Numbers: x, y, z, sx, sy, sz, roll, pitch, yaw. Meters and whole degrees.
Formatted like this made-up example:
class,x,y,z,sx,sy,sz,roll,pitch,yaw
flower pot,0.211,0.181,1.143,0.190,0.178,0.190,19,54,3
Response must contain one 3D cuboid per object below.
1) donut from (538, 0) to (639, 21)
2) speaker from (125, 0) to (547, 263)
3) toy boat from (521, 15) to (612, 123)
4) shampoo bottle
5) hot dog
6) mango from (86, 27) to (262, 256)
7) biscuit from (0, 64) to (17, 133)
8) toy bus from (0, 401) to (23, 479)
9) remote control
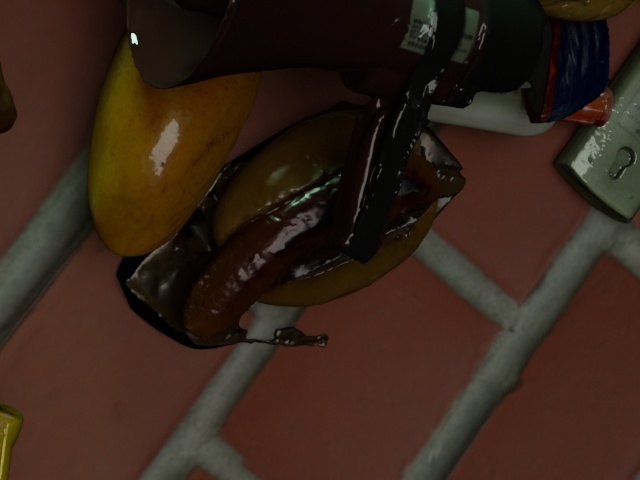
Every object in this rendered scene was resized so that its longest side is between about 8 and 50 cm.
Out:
class,x,y,z,sx,sy,sz,roll,pitch,yaw
donut,0.224,-0.358,1.606,0.360,0.170,0.360,12,62,-23
speaker,0.021,-0.143,1.430,0.329,0.198,0.259,16,66,-28
toy boat,0.129,-0.182,1.612,0.318,0.072,0.219,-11,54,-30
shampoo bottle,0.169,-0.141,1.678,0.221,0.108,0.051,8,133,-22
hot dog,-0.002,-0.006,1.605,0.326,0.107,0.194,-44,106,-14
mango,-0.133,-0.100,1.536,0.126,0.154,0.252,24,69,-13
biscuit,-0.447,-0.205,1.356,0.343,0.166,0.395,-16,82,-20
toy bus,-0.331,0.215,1.464,0.152,0.144,0.330,7,90,-21
remote control,0.328,-0.133,1.767,0.098,0.038,0.233,39,79,-17
